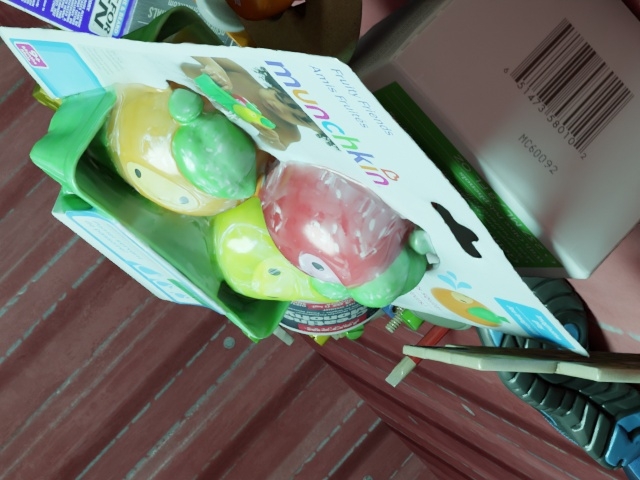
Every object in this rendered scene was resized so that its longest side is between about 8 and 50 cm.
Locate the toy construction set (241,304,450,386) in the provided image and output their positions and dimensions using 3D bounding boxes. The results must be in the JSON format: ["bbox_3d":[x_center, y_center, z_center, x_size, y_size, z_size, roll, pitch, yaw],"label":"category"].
[{"bbox_3d":[0.019,0.118,1.799,0.309,0.237,0.257,39,169,21],"label":"toy construction set"}]

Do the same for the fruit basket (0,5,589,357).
[{"bbox_3d":[-0.031,-0.023,0.778,0.353,0.165,0.327,21,162,45],"label":"fruit basket"}]

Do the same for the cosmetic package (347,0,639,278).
[{"bbox_3d":[0.110,-0.088,0.879,0.197,0.155,0.365,46,168,-8],"label":"cosmetic package"}]

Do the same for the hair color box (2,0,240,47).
[{"bbox_3d":[-0.244,-0.282,1.214,0.339,0.110,0.185,29,-164,32],"label":"hair color box"}]

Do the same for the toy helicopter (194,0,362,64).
[{"bbox_3d":[-0.078,-0.273,0.898,0.355,0.140,0.235,56,157,18],"label":"toy helicopter"}]

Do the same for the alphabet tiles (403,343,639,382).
[{"bbox_3d":[0.251,0.097,0.874,0.342,0.011,0.285,4,177,-14],"label":"alphabet tiles"}]

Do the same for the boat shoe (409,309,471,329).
[{"bbox_3d":[0.140,0.043,1.276,0.081,0.069,0.228,12,162,13],"label":"boat shoe"}]

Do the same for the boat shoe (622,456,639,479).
[{"bbox_3d":[0.465,0.331,1.418,0.258,0.109,0.089,60,177,2],"label":"boat shoe"}]

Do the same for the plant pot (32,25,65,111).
[{"bbox_3d":[-0.274,-0.235,1.534,0.212,0.187,0.212,33,173,-18],"label":"plant pot"}]

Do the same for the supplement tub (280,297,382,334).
[{"bbox_3d":[0.000,0.000,1.263,0.191,0.191,0.272,41,169,11],"label":"supplement tub"}]

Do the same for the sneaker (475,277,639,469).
[{"bbox_3d":[0.254,0.138,1.314,0.341,0.125,0.139,51,170,-31],"label":"sneaker"}]
